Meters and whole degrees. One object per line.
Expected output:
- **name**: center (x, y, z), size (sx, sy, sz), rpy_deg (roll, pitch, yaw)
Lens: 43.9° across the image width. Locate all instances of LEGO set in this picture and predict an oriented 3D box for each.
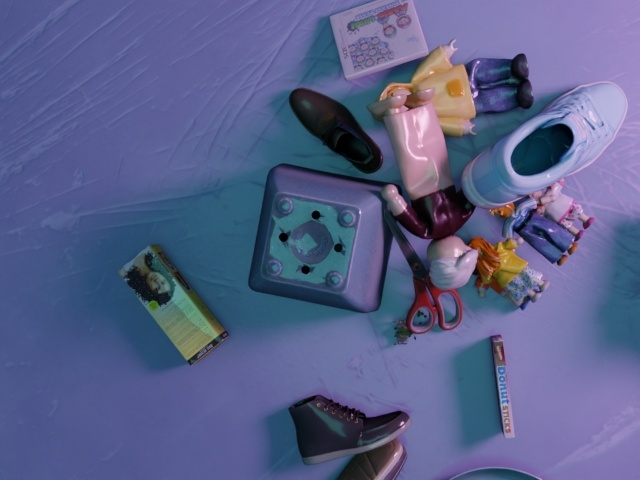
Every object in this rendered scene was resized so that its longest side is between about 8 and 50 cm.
- **LEGO set**: center (0.165, 0.164, 1.498), size (0.083, 0.023, 0.054), rpy_deg (-33, 90, -6)

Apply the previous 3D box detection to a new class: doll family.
- **doll family**: center (0.355, 0.001, 1.405), size (0.163, 0.118, 0.263), rpy_deg (36, 103, 6)

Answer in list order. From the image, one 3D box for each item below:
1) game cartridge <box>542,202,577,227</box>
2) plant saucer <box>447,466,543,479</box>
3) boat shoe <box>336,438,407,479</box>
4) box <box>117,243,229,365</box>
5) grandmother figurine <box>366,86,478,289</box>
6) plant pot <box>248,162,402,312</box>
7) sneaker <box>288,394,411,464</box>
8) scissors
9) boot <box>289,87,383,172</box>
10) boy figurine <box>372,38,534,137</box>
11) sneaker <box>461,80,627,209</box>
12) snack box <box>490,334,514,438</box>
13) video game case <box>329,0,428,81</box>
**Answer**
- **game cartridge**: center (0.425, -0.046, 1.458), size (0.056, 0.017, 0.083), rpy_deg (31, 95, 9)
- **plant saucer**: center (0.328, 0.572, 1.481), size (0.317, 0.044, 0.318), rpy_deg (0, 92, 8)
- **boat shoe**: center (0.071, 0.496, 1.487), size (0.092, 0.103, 0.285), rpy_deg (41, 84, -21)
- **box**: center (-0.282, 0.123, 1.530), size (0.087, 0.058, 0.232), rpy_deg (-40, 88, 7)
- **grandmother figurine**: center (0.193, -0.083, 1.363), size (0.207, 0.104, 0.342), rpy_deg (-16, 94, -17)
- **plant pot**: center (0.000, 0.000, 1.393), size (0.247, 0.252, 0.248), rpy_deg (11, 94, 6)
- **sneaker**: center (0.051, 0.333, 1.485), size (0.222, 0.083, 0.118), rpy_deg (-20, 89, 8)
- **scissors**: center (0.185, 0.053, 1.410), size (0.109, 0.021, 0.297), rpy_deg (-16, 122, 0)
- **boot**: center (0.026, -0.210, 1.454), size (0.219, 0.106, 0.082), rpy_deg (40, 96, 4)
- **boy figurine**: center (0.230, -0.272, 1.436), size (0.285, 0.092, 0.177), rpy_deg (-7, 95, 5)
- **sneaker**: center (0.412, -0.168, 1.333), size (0.366, 0.150, 0.135), rpy_deg (-36, 94, -20)
- **snack box**: center (0.333, 0.266, 1.456), size (0.022, 0.064, 0.178), rpy_deg (-7, 92, 9)
- **video game case**: center (0.105, -0.376, 1.453), size (0.157, 0.019, 0.143), rpy_deg (-17, 66, 9)
